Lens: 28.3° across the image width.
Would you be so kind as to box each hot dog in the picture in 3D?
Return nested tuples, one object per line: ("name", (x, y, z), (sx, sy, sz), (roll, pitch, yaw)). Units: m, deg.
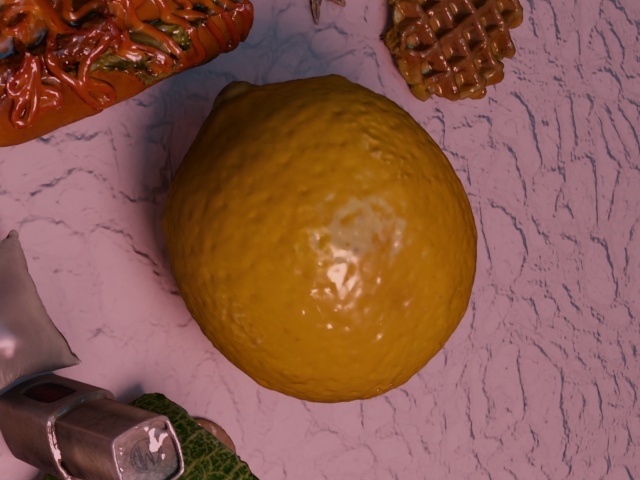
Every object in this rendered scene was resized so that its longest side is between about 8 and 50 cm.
("hot dog", (-0.207, -0.210, 1.244), (0.349, 0.117, 0.158), (-27, 108, -32))

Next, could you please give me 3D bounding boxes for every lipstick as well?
("lipstick", (-0.216, 0.181, 1.172), (0.079, 0.253, 0.077), (-24, 105, -31))

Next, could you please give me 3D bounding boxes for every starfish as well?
("starfish", (-0.002, -0.293, 1.452), (0.092, 0.016, 0.086), (29, 74, -39))

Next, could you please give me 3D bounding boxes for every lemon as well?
("lemon", (0.001, 0.002, 1.295), (0.336, 0.336, 0.336), (-2, 93, -36))

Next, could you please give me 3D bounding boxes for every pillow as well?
("pillow", (-0.353, 0.114, 1.168), (0.254, 0.078, 0.144), (-34, 98, -26))

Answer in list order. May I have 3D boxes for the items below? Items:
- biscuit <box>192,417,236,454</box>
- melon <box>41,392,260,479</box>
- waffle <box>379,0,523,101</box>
("biscuit", (-0.140, 0.251, 1.375), (0.120, 0.015, 0.120), (-1, 93, -36))
("melon", (-0.222, 0.307, 1.233), (0.323, 0.196, 0.124), (-43, 136, -18))
("waffle", (0.151, -0.294, 1.538), (0.249, 0.056, 0.253), (25, 79, -34))
